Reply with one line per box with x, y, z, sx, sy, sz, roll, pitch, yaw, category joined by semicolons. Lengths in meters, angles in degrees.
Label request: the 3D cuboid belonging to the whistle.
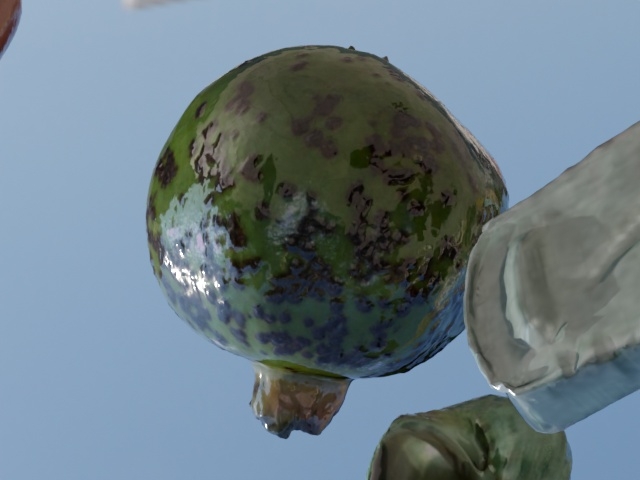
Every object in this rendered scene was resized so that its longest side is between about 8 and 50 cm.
0.262;-0.031;0.843;0.405;0.188;0.168;-9;-137;5;whistle

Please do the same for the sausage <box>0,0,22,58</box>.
-0.207;-0.096;0.953;0.062;0.062;0.154;13;-134;10;sausage

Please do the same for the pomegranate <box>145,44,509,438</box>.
0.000;0.000;1.236;0.254;0.270;0.254;13;-174;-1;pomegranate

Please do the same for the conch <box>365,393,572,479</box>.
0.137;0.212;1.587;0.188;0.122;0.176;11;-140;6;conch
